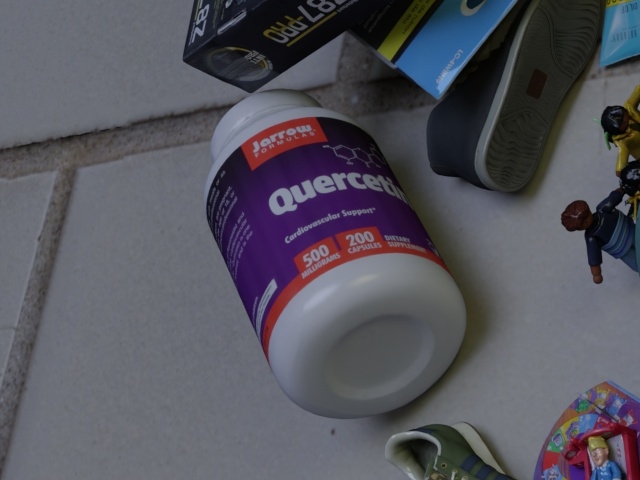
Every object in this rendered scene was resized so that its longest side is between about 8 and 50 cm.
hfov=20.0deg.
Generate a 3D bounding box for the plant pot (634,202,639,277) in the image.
[{"bbox_3d":[0.358,0.005,1.230,0.255,0.271,0.272,3,72,65],"label":"plant pot"}]

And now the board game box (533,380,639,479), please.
[{"bbox_3d":[0.224,0.187,1.444,0.168,0.033,0.133,34,96,52],"label":"board game box"}]

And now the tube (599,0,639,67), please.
[{"bbox_3d":[0.287,-0.258,1.612,0.080,0.052,0.207,-15,65,57],"label":"tube"}]

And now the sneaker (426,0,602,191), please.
[{"bbox_3d":[0.169,-0.155,1.658,0.118,0.083,0.222,15,77,58],"label":"sneaker"}]

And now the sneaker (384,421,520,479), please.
[{"bbox_3d":[0.121,0.212,1.495,0.192,0.086,0.064,43,124,52],"label":"sneaker"}]

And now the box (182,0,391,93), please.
[{"bbox_3d":[0.012,-0.372,1.697,0.318,0.097,0.395,-26,49,50],"label":"box"}]

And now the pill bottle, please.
[{"bbox_3d":[0.000,0.000,1.683,0.181,0.181,0.323,-48,42,20],"label":"pill bottle"}]

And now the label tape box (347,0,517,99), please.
[{"bbox_3d":[0.129,-0.278,1.735,0.249,0.115,0.348,-52,42,6],"label":"label tape box"}]

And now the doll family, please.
[{"bbox_3d":[0.261,-0.057,1.473,0.076,0.111,0.193,-9,64,46],"label":"doll family"}]
